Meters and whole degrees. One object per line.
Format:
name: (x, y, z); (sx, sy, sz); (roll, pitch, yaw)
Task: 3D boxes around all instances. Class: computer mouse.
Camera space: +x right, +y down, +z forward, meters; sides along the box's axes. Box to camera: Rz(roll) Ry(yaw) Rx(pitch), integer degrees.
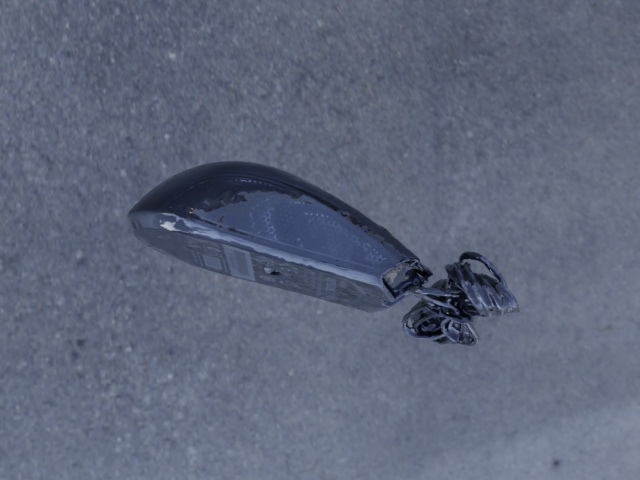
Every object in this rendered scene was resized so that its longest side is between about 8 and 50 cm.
computer mouse: (0.000, 0.000, 0.742); (0.272, 0.072, 0.188); (16, 166, -2)
